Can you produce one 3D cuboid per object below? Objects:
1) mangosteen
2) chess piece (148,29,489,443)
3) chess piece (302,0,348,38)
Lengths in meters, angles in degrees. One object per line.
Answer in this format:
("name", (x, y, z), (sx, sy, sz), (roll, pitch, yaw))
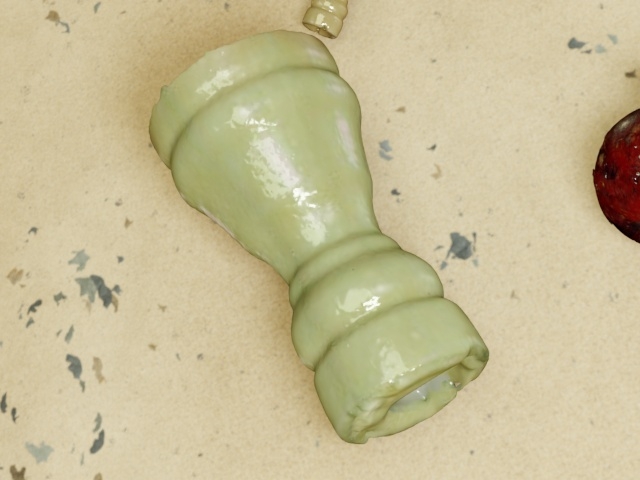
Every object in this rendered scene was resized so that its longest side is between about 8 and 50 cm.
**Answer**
("mangosteen", (0.369, -0.084, 1.579), (0.166, 0.166, 0.180), (11, 64, 26))
("chess piece", (0.000, 0.000, 1.686), (0.234, 0.234, 0.442), (-33, 66, 9))
("chess piece", (0.023, -0.312, 1.869), (0.066, 0.066, 0.122), (20, 84, 28))
